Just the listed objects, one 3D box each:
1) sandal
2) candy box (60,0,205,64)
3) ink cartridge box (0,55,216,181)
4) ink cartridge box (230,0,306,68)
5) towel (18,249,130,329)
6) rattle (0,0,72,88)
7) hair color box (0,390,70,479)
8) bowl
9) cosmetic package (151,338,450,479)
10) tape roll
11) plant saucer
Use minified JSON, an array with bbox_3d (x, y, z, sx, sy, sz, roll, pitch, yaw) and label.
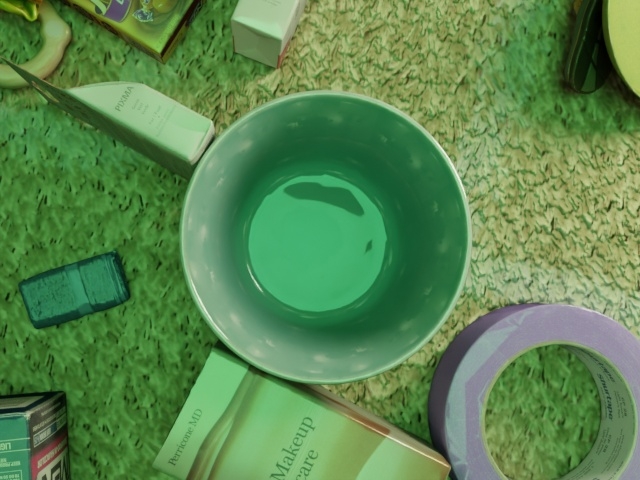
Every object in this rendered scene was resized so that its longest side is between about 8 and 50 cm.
[{"bbox_3d":[0.362,-0.294,0.963,0.090,0.060,0.219,17,94,-28],"label":"sandal"},{"bbox_3d":[-0.245,-0.313,0.913,0.187,0.053,0.109,31,85,-1],"label":"candy box"},{"bbox_3d":[-0.222,-0.144,0.839,0.225,0.181,0.056,31,83,-1],"label":"ink cartridge box"},{"bbox_3d":[-0.042,-0.323,0.900,0.067,0.115,0.198,22,84,-3],"label":"ink cartridge box"},{"bbox_3d":[-0.293,0.060,0.895,0.119,0.029,0.067,-17,88,-7],"label":"towel"},{"bbox_3d":[-0.389,-0.222,0.855,0.200,0.143,0.130,-40,109,-12],"label":"rattle"},{"bbox_3d":[-0.331,0.349,0.801,0.105,0.174,0.347,-4,87,-7],"label":"hair color box"},{"bbox_3d":[0.000,0.000,0.859,0.311,0.163,0.311,0,86,-6],"label":"bowl"},{"bbox_3d":[-0.023,0.245,0.857,0.296,0.129,0.153,26,86,-3],"label":"cosmetic package"},{"bbox_3d":[0.274,0.214,0.907,0.275,0.090,0.275,0,86,-6],"label":"tape roll"},{"bbox_3d":[0.437,-0.285,0.945,0.241,0.037,0.241,-4,98,-27],"label":"plant saucer"}]
